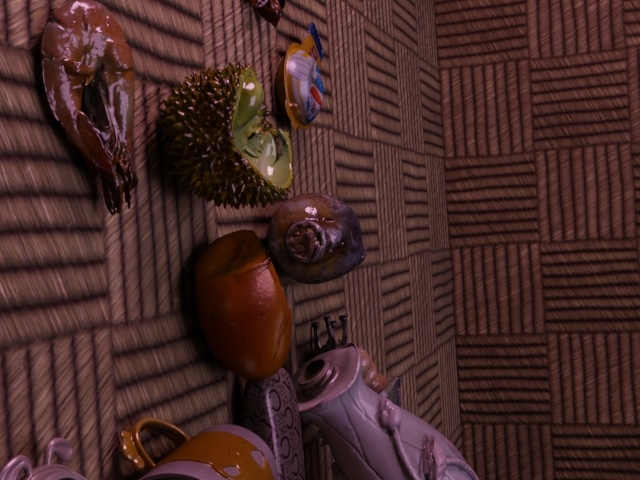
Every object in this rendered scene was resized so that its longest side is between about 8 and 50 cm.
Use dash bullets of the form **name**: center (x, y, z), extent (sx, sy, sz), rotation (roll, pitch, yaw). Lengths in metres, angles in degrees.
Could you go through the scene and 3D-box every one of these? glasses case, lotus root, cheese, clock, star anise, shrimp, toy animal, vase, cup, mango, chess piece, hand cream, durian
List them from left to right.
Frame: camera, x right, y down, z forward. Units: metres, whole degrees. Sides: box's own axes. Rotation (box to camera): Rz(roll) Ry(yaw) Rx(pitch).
- **clock**: center (-0.297, 0.312, 0.942), extent (0.151, 0.062, 0.191), rotation (-13, 99, -70)
- **shrimp**: center (-0.276, -0.160, 1.092), extent (0.145, 0.061, 0.267), rotation (-30, 119, -59)
- **cup**: center (-0.169, 0.331, 1.185), extent (0.241, 0.185, 0.226), rotation (54, 16, 0)
- **durian**: center (-0.139, -0.151, 1.311), extent (0.237, 0.176, 0.200), rotation (44, 55, -56)
- **mango**: center (-0.114, 0.123, 1.403), extent (0.187, 0.138, 0.257), rotation (-93, 173, -61)
- **star anise**: center (-0.104, -0.479, 1.654), extent (0.168, 0.057, 0.168), rotation (7, 90, -68)
- **glasses case**: center (-0.079, 0.394, 1.523), extent (0.137, 0.085, 0.355), rotation (-11, 97, -70)
- **cheese**: center (-0.035, -0.334, 1.801), extent (0.177, 0.069, 0.270), rotation (68, 27, -43)
- **lotus root**: center (-0.002, -0.001, 1.717), extent (0.349, 0.174, 0.175), rotation (19, 68, -74)
- **toy animal**: center (0.026, 0.247, 1.826), extent (0.217, 0.073, 0.176), rotation (124, -43, -73)
- **chess piece**: center (0.099, 0.315, 2.072), extent (0.094, 0.094, 0.170), rotation (-74, 145, -44)
- **hand cream**: center (0.115, 0.393, 2.015), extent (0.235, 0.055, 0.086), rotation (-27, 124, -43)
- **vase**: center (0.118, 0.403, 1.706), extent (0.445, 0.250, 0.250), rotation (51, 32, -17)

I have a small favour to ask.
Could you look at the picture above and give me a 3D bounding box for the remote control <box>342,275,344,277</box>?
- **remote control**: center (0.049, -0.002, 2.048), extent (0.065, 0.029, 0.166), rotation (43, 47, -65)
